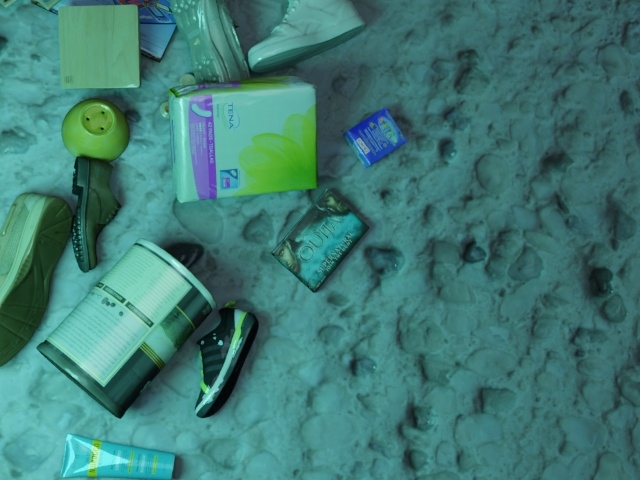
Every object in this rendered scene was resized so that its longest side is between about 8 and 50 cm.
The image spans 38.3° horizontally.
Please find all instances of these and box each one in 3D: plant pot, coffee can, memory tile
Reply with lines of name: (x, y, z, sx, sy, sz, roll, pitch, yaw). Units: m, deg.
plant pot: (-0.440, -0.226, 1.814, 0.134, 0.095, 0.134, 3, 79, -16)
coffee can: (-0.357, 0.162, 1.717, 0.201, 0.201, 0.275, 42, 73, -6)
memory tile: (-0.250, -0.268, 1.919, 0.148, 0.012, 0.113, 35, 73, -7)

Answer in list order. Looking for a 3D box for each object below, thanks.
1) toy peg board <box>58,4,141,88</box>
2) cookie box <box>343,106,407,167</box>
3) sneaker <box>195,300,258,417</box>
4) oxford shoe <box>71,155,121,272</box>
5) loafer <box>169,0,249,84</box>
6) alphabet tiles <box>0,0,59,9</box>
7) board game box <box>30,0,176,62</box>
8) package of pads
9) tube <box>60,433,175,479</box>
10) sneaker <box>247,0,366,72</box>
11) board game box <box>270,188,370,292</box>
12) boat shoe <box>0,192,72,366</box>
toy peg board: (-0.431, -0.382, 1.846, 0.160, 0.079, 0.161, 0, 94, 6)
cookie box: (0.118, -0.223, 2.002, 0.107, 0.040, 0.092, -33, 91, -19)
sneaker: (-0.206, 0.235, 1.828, 0.097, 0.084, 0.235, 21, 73, 13)
oxford shoe: (-0.434, -0.049, 1.796, 0.096, 0.083, 0.227, 5, 83, -25)
loafer: (-0.226, -0.442, 1.904, 0.111, 0.112, 0.319, -20, 98, -48)
alphabet tiles: (-0.567, -0.630, 1.868, 0.285, 0.011, 0.342, 43, 72, 4)
board game box: (-0.432, -0.491, 1.897, 0.281, 0.027, 0.145, 24, 76, -11)
package of pads: (-0.152, -0.209, 1.847, 0.296, 0.101, 0.229, -7, 113, -18)
tube: (-0.383, 0.419, 1.752, 0.207, 0.052, 0.080, 8, 69, -8)
sneaker: (-0.060, -0.475, 1.967, 0.292, 0.108, 0.169, -28, 88, -28)
board game box: (0.000, 0.000, 1.939, 0.126, 0.026, 0.186, 42, 73, -6)
boat shoe: (-0.578, 0.072, 1.728, 0.110, 0.121, 0.341, 12, 71, 24)
